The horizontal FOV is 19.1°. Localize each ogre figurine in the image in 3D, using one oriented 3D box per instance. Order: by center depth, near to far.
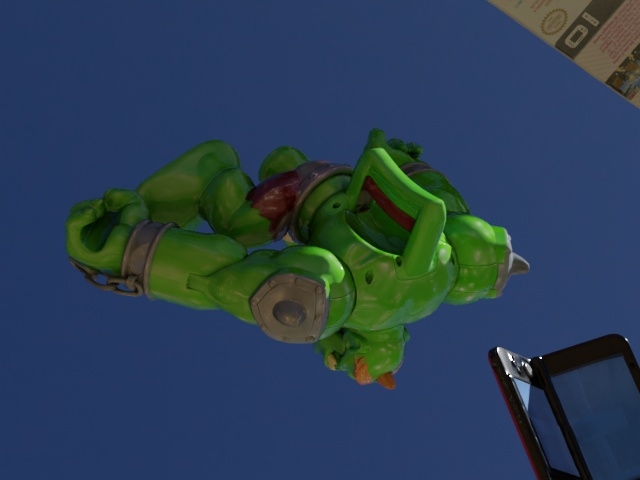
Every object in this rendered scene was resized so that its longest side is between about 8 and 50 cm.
[{"bbox_3d":[0.000,0.000,0.807,0.197,0.118,0.097,13,-76,-49],"label":"ogre figurine"}]

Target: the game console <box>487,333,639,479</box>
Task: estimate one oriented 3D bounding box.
[{"bbox_3d":[0.216,0.142,1.547,0.085,0.144,0.124,-31,-26,20],"label":"game console"}]

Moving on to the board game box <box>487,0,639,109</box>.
[{"bbox_3d":[0.240,-0.197,1.185,0.303,0.097,0.224,32,-69,-24],"label":"board game box"}]
